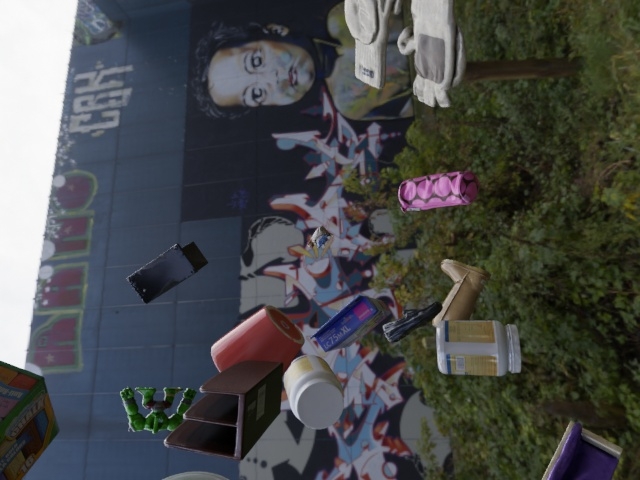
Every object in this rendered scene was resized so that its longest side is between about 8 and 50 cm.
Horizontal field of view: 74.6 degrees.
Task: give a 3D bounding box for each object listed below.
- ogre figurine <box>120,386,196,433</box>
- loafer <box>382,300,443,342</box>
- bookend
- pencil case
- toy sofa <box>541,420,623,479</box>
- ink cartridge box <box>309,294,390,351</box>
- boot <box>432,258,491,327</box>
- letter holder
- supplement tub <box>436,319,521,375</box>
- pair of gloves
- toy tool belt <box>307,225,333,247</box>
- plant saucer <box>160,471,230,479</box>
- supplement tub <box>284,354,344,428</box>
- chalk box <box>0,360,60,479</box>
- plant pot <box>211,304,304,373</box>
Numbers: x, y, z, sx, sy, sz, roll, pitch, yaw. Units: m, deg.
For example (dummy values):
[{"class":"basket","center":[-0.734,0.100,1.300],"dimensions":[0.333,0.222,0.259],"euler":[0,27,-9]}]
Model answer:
[{"class":"ogre figurine","center":[-0.463,0.478,1.191],"dimensions":[0.197,0.097,0.118],"euler":[15,-113,-35]},{"class":"loafer","center":[0.309,0.265,1.428],"dimensions":[0.076,0.223,0.078],"euler":[26,-147,-56]},{"class":"bookend","center":[-0.320,0.052,0.953],"dimensions":[0.072,0.157,0.156],"euler":[57,-160,-8]},{"class":"pencil case","center":[0.317,-0.129,1.145],"dimensions":[0.095,0.209,0.098],"euler":[45,-122,-29]},{"class":"toy sofa","center":[0.800,0.773,1.321],"dimensions":[0.362,0.150,0.177],"euler":[-46,-47,-22]},{"class":"ink cartridge box","center":[0.097,0.243,1.224],"dimensions":[0.065,0.186,0.311],"euler":[52,-173,22]},{"class":"boot","center":[0.501,0.214,1.619],"dimensions":[0.269,0.089,0.236],"euler":[-59,27,-8]},{"class":"letter holder","center":[-0.245,0.420,1.105],"dimensions":[0.302,0.215,0.151],"euler":[14,-101,-78]},{"class":"supplement tub","center":[0.416,0.285,1.118],"dimensions":[0.144,0.200,0.144],"euler":[-3,-90,-72]},{"class":"pair of gloves","center":[0.120,-0.311,0.612],"dimensions":[0.240,0.042,0.204],"euler":[42,156,45]},{"class":"toy tool belt","center":[0.000,0.000,1.244],"dimensions":[0.083,0.051,0.052],"euler":[-57,-10,26]},{"class":"plant saucer","center":[-0.378,0.792,1.150],"dimensions":[0.400,0.401,0.100],"euler":[-72,-13,-66]},{"class":"supplement tub","center":[-0.032,0.680,1.909],"dimensions":[0.331,0.241,0.240],"euler":[-166,70,-79]},{"class":"chalk box","center":[-0.631,0.328,0.763],"dimensions":[0.179,0.181,0.288],"euler":[-67,-2,-52]},{"class":"plant pot","center":[-0.207,0.384,1.510],"dimensions":[0.275,0.243,0.275],"euler":[43,-177,-3]}]
